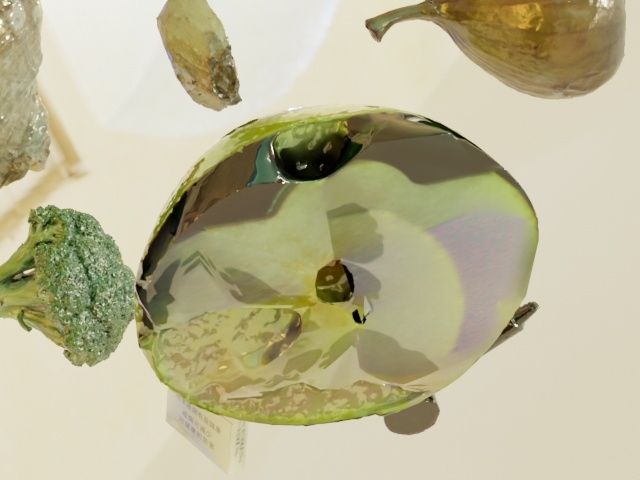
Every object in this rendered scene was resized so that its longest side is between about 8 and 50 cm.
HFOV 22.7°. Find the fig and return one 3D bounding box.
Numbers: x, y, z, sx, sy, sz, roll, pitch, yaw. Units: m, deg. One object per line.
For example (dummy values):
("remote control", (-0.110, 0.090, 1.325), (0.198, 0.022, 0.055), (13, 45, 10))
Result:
("fig", (0.211, -0.277, 1.934), (0.321, 0.217, 0.217), (-2, -160, -13))

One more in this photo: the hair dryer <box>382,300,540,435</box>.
("hair dryer", (0.165, 0.131, 1.977), (0.248, 0.070, 0.114), (-39, -137, 26))

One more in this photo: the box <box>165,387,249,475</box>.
("box", (-0.139, 0.167, 2.017), (0.035, 0.245, 0.139), (-22, -138, -37))

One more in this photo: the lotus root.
("lotus root", (-0.145, -0.214, 1.899), (0.070, 0.143, 0.144), (-19, -148, -9))

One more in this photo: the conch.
("conch", (-0.488, -0.243, 2.086), (0.297, 0.352, 0.210), (-27, 159, -7))

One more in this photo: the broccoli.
("broccoli", (-0.415, 0.082, 2.581), (0.242, 0.261, 0.269), (-7, 163, -7))

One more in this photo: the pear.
("pear", (-0.001, 0.001, 1.575), (0.399, 0.399, 0.165), (-24, -135, 2))
